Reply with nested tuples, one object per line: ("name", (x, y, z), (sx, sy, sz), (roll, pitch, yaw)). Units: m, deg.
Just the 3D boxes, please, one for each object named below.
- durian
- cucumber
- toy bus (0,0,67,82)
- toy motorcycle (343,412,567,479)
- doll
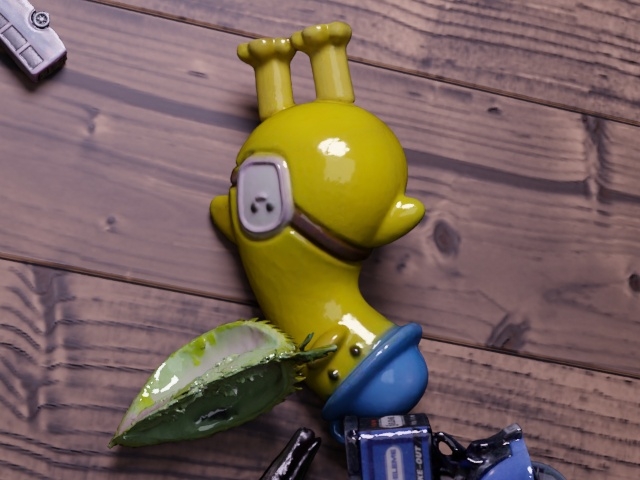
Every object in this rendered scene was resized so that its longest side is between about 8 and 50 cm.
("durian", (-0.077, 0.121, 1.090), (0.215, 0.100, 0.086), (-28, 96, 13))
("cucumber", (-0.043, 0.222, 1.122), (0.135, 0.033, 0.034), (-47, 130, -17))
("toy bus", (-0.280, -0.202, 1.149), (0.052, 0.037, 0.131), (-42, 92, -12))
("toy motorcycle", (0.117, 0.319, 1.059), (0.212, 0.125, 0.359), (-5, 91, 2))
("doll", (0.000, 0.000, 1.136), (0.199, 0.145, 0.363), (-8, 90, 25))
